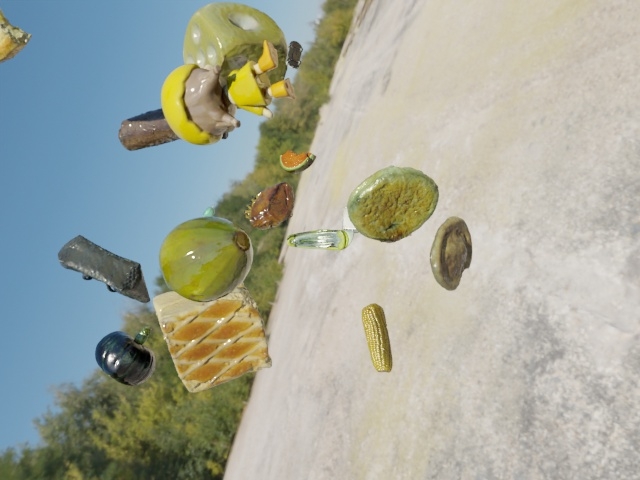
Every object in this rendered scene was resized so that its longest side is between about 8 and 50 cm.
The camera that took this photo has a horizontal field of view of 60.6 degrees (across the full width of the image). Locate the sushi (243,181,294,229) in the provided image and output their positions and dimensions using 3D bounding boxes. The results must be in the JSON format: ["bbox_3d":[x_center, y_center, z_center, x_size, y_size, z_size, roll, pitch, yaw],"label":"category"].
[{"bbox_3d":[-0.221,-0.153,2.468,0.179,0.167,0.296,-26,36,49],"label":"sushi"}]

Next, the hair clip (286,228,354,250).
[{"bbox_3d":[0.000,0.000,1.495,0.033,0.189,0.060,-35,-57,-76],"label":"hair clip"}]

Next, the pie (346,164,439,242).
[{"bbox_3d":[0.216,-0.108,1.641,0.078,0.277,0.277,-108,32,-49],"label":"pie"}]

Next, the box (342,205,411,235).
[{"bbox_3d":[0.203,-0.069,1.935,0.129,0.225,0.086,21,-108,-71],"label":"box"}]

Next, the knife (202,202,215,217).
[{"bbox_3d":[-0.485,-0.140,2.402,0.063,0.035,0.260,-49,16,3],"label":"knife"}]

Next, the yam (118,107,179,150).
[{"bbox_3d":[-0.566,-0.400,1.921,0.131,0.280,0.131,-10,-90,-72],"label":"yam"}]

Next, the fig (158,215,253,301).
[{"bbox_3d":[-0.300,0.042,1.485,0.271,0.239,0.239,-31,33,41],"label":"fig"}]

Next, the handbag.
[{"bbox_3d":[-0.586,0.087,1.477,0.088,0.270,0.175,-66,5,-27],"label":"handbag"}]

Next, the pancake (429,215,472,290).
[{"bbox_3d":[0.410,0.040,1.686,0.236,0.042,0.222,-29,-67,-42],"label":"pancake"}]

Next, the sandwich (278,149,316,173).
[{"bbox_3d":[-0.072,-0.221,1.548,0.135,0.029,0.067,13,77,46],"label":"sandwich"}]

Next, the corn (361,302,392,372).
[{"bbox_3d":[0.184,0.317,1.783,0.080,0.080,0.231,117,149,-59],"label":"corn"}]

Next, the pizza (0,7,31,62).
[{"bbox_3d":[-0.880,-0.586,1.380,0.075,0.280,0.287,-62,-32,-54],"label":"pizza"}]

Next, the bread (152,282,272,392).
[{"bbox_3d":[-0.428,0.365,2.173,0.279,0.390,0.370,-135,32,-65],"label":"bread"}]

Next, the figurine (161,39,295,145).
[{"bbox_3d":[-0.255,-0.387,1.445,0.187,0.344,0.215,-49,-62,-72],"label":"figurine"}]

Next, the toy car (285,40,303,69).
[{"bbox_3d":[-0.073,-0.515,1.519,0.025,0.041,0.093,-38,38,50],"label":"toy car"}]

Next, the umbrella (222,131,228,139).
[{"bbox_3d":[-0.526,-0.434,2.167,0.067,0.338,0.073,42,-125,-75],"label":"umbrella"}]

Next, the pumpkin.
[{"bbox_3d":[-0.766,0.452,2.217,0.248,0.248,0.247,-162,90,-85],"label":"pumpkin"}]

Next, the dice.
[{"bbox_3d":[-0.252,-0.543,1.616,0.226,0.238,0.233,55,139,26],"label":"dice"}]
